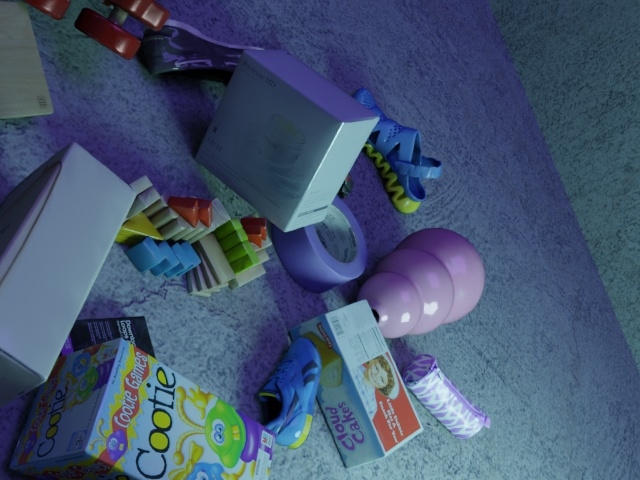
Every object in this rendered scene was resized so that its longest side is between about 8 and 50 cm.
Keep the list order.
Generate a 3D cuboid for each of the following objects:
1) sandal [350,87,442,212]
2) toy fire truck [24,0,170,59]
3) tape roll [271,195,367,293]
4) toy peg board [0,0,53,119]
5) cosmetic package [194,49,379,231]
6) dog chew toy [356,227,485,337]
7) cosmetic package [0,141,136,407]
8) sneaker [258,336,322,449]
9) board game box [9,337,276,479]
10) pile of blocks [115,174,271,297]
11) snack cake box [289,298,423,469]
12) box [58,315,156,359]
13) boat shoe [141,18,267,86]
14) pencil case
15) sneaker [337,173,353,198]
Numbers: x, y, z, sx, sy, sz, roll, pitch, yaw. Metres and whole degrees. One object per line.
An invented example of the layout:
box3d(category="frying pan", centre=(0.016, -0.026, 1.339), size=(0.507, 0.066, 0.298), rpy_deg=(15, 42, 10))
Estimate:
box3d(category="sandal", centre=(0.180, -0.228, 1.950), size=(0.317, 0.138, 0.126), rpy_deg=(56, 35, -6))
box3d(category="toy fire truck", centre=(-0.381, -0.424, 1.283), size=(0.302, 0.169, 0.254), rpy_deg=(26, 6, -41))
box3d(category="tape roll", centre=(0.000, 0.000, 1.578), size=(0.189, 0.080, 0.189), rpy_deg=(34, 41, -35))
box3d(category="toy peg board", centre=(-0.469, -0.238, 1.127), size=(0.161, 0.079, 0.160), rpy_deg=(-21, 99, -58))
box3d(category="cosmetic package", centre=(-0.061, -0.175, 1.420), size=(0.224, 0.224, 0.138), rpy_deg=(38, 26, 19))
box3d(category="dog chew toy", centre=(0.194, 0.097, 1.675), size=(0.332, 0.207, 0.206), rpy_deg=(-25, 87, -50))
box3d(category="cosmetic package", centre=(-0.351, 0.042, 0.986), size=(0.113, 0.160, 0.309), rpy_deg=(42, 36, -27))
box3d(category="sneaker", centre=(-0.052, 0.232, 1.342), size=(0.082, 0.069, 0.209), rpy_deg=(38, 39, -27))
box3d(category="board game box", centre=(-0.204, 0.255, 1.011), size=(0.275, 0.142, 0.144), rpy_deg=(41, 44, -36))
box3d(category="pile of blocks", centre=(-0.188, -0.004, 1.289), size=(0.362, 0.113, 0.148), rpy_deg=(13, 56, -49))
box3d(category="snack cake box", centre=(0.066, 0.250, 1.473), size=(0.152, 0.089, 0.264), rpy_deg=(-11, 76, -58))
box3d(category="box", centre=(-0.288, 0.161, 1.103), size=(0.162, 0.029, 0.116), rpy_deg=(2, 65, -55))
box3d(category="boat shoe", centre=(-0.190, -0.319, 1.544), size=(0.335, 0.112, 0.095), rpy_deg=(7, 78, -46))
box3d(category="pencil case", centre=(0.254, 0.316, 1.685), size=(0.206, 0.088, 0.086), rpy_deg=(47, 37, -23))
box3d(category="sneaker", centre=(-0.019, -0.205, 1.668), size=(0.276, 0.098, 0.135), rpy_deg=(44, 55, -24))
